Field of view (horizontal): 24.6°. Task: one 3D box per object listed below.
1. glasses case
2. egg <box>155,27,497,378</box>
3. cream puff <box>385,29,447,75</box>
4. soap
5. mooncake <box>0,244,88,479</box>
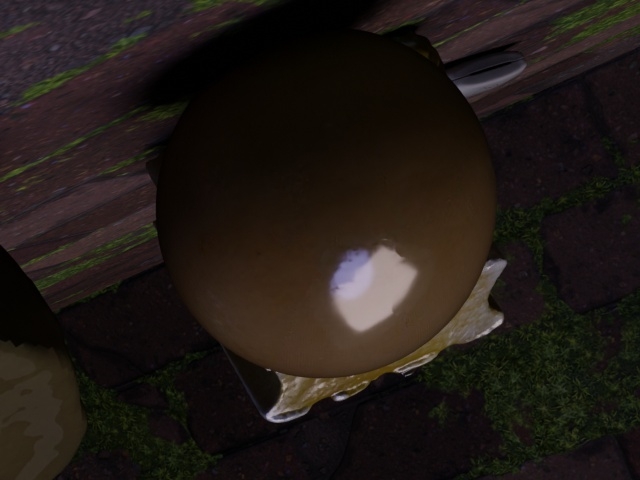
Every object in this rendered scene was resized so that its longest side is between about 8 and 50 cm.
[{"bbox_3d":[0.214,-0.228,2.057,0.193,0.049,0.074,-23,178,-42],"label":"glasses case"},{"bbox_3d":[0.005,-0.031,1.292,0.301,0.301,0.374,-22,174,-10],"label":"egg"},{"bbox_3d":[0.073,-0.154,1.560,0.146,0.116,0.146,-26,178,-1],"label":"cream puff"},{"bbox_3d":[0.000,0.000,1.603,0.294,0.335,0.156,-19,141,-16],"label":"soap"},{"bbox_3d":[-0.395,0.141,1.247,0.379,0.200,0.378,-26,151,-15],"label":"mooncake"}]
